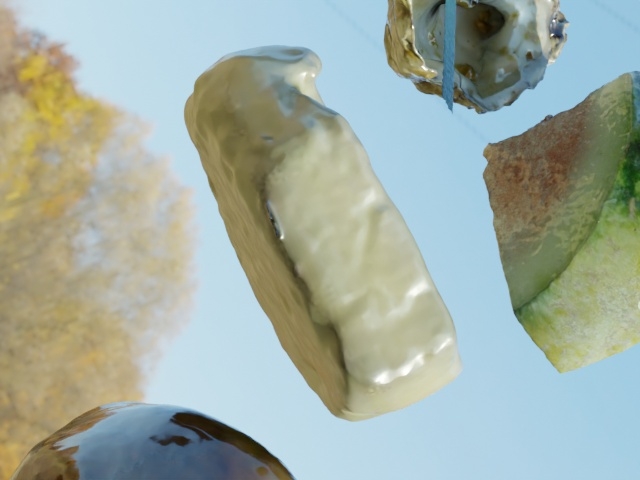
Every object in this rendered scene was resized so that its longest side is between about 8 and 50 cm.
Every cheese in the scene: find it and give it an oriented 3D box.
[{"bbox_3d":[0.000,0.000,1.166,0.326,0.115,0.318,52,-15,46],"label":"cheese"}]

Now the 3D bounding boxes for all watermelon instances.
[{"bbox_3d":[0.281,-0.027,1.325,0.193,0.310,0.232,31,5,-42],"label":"watermelon"}]

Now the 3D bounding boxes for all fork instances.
[{"bbox_3d":[0.049,-0.139,0.596,0.039,0.021,0.235,50,36,-40],"label":"fork"}]

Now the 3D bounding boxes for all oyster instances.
[{"bbox_3d":[0.144,-0.212,1.396,0.110,0.341,0.166,6,-69,29],"label":"oyster"}]

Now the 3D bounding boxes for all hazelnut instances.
[{"bbox_3d":[-0.103,0.222,0.948,0.229,0.229,0.229,54,-22,35],"label":"hazelnut"}]
